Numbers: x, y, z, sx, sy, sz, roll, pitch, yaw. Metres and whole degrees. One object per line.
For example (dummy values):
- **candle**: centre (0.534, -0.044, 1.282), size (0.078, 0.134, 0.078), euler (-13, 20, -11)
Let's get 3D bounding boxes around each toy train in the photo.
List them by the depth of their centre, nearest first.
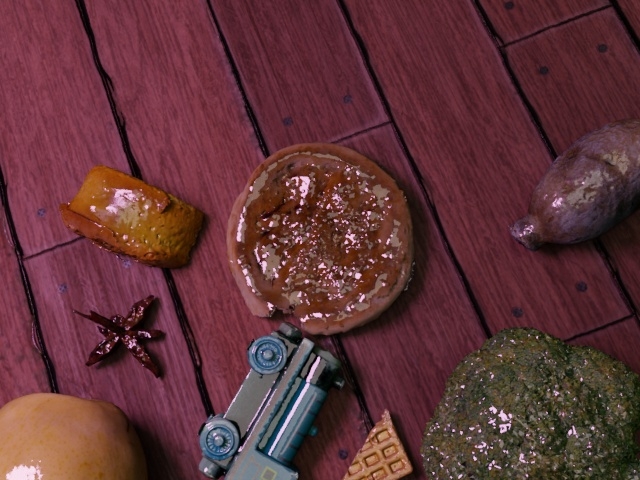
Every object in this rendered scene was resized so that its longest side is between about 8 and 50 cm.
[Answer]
- **toy train**: centre (-0.083, 0.301, 1.172), size (0.194, 0.120, 0.298), euler (29, 79, 3)

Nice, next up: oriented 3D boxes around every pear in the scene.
- **pear**: centre (-0.428, 0.390, 1.071), size (0.309, 0.309, 0.310), euler (-1, 75, 3)

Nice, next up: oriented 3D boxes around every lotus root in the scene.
- **lotus root**: centre (0.507, -0.099, 1.223), size (0.349, 0.175, 0.175), euler (-39, 77, -4)

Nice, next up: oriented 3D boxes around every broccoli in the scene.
- **broccoli**: centre (0.327, 0.316, 1.046), size (0.320, 0.310, 0.413), euler (-13, 40, -18)

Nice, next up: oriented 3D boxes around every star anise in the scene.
- **star anise**: centre (-0.362, 0.166, 1.210), size (0.140, 0.144, 0.159), euler (2, 74, -5)

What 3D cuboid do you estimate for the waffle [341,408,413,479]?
- **waffle**: centre (0.057, 0.395, 1.180), size (0.190, 0.032, 0.125), euler (-23, 77, -5)

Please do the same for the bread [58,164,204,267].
- **bread**: centre (-0.366, -0.049, 1.263), size (0.260, 0.147, 0.160), euler (28, 81, 10)

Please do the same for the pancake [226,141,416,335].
- **pancake**: centre (0.000, 0.000, 1.269), size (0.381, 0.071, 0.383), euler (-1, 76, 5)
